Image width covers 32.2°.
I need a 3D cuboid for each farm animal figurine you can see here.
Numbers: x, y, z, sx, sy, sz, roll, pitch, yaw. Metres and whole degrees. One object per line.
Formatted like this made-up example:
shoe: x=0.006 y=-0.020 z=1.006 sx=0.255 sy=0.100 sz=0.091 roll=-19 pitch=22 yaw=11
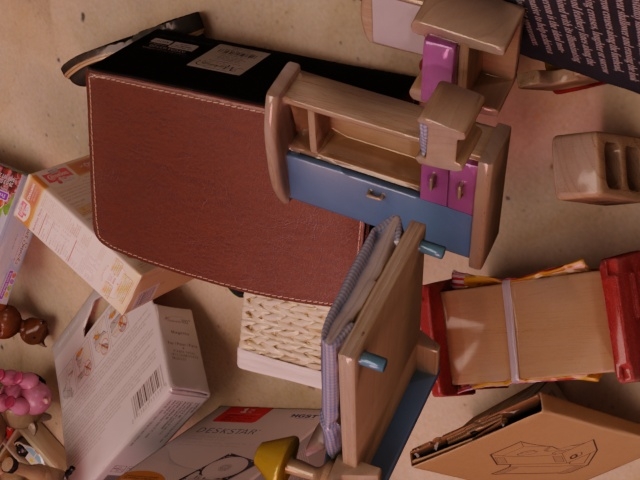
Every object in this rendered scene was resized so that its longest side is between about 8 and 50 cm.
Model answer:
farm animal figurine: x=-0.445 y=0.255 z=1.480 sx=0.327 sy=0.172 sz=0.330 roll=-33 pitch=50 yaw=18

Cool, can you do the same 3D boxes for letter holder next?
letter holder: x=-0.070 y=-0.073 z=1.146 sx=0.302 sy=0.152 sz=0.214 roll=13 pitch=120 yaw=17

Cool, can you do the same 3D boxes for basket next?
basket: x=0.003 y=0.091 z=1.212 sx=0.167 sy=0.113 sz=0.103 roll=10 pitch=110 yaw=29

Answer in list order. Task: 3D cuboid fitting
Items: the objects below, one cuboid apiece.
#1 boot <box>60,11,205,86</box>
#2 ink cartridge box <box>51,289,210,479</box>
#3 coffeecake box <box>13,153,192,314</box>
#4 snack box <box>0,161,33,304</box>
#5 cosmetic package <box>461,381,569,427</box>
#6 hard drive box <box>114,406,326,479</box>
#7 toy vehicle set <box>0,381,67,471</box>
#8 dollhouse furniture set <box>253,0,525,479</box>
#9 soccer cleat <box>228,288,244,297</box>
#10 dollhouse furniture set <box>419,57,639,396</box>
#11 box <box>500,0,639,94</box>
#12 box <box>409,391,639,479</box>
boot: x=-0.200 y=-0.169 z=1.274 sx=0.198 sy=0.077 sz=0.137 roll=-10 pitch=107 yaw=36
ink cartridge box: x=-0.251 y=0.165 z=1.410 sx=0.275 sy=0.060 sz=0.238 roll=-48 pitch=44 yaw=35
coffeecake box: x=-0.242 y=-0.016 z=1.309 sx=0.185 sy=0.142 sz=0.068 roll=41 pitch=124 yaw=14
snack box: x=-0.477 y=-0.032 z=1.459 sx=0.207 sy=0.070 sz=0.174 roll=22 pitch=91 yaw=26
cosmetic package: x=0.198 y=0.190 z=1.156 sx=0.115 sy=0.060 sz=0.041 roll=-37 pitch=85 yaw=35
hard drive box: x=-0.107 y=0.280 z=1.277 sx=0.181 sy=0.232 sz=0.089 roll=-5 pitch=104 yaw=33
toy vehicle set: x=-0.491 y=0.283 z=1.645 sx=0.267 sy=0.035 sz=0.166 roll=45 pitch=125 yaw=11
dollhouse furniture set: x=0.000 y=0.000 z=0.834 sx=0.198 sy=0.303 sz=0.286 roll=18 pitch=145 yaw=17
soccer cleat: x=-0.092 y=-0.020 z=1.265 sx=0.072 sy=0.060 sz=0.178 roll=-3 pitch=103 yaw=32
dollhouse furniture set: x=0.203 y=-0.045 z=1.038 sx=0.201 sy=0.152 sz=0.374 roll=-9 pitch=85 yaw=35
box: x=0.203 y=-0.296 z=0.808 sx=0.396 sy=0.212 sz=0.293 roll=23 pitch=85 yaw=23
box: x=0.214 y=0.204 z=1.082 sx=0.164 sy=0.201 sz=0.021 roll=-33 pitch=50 yaw=37
